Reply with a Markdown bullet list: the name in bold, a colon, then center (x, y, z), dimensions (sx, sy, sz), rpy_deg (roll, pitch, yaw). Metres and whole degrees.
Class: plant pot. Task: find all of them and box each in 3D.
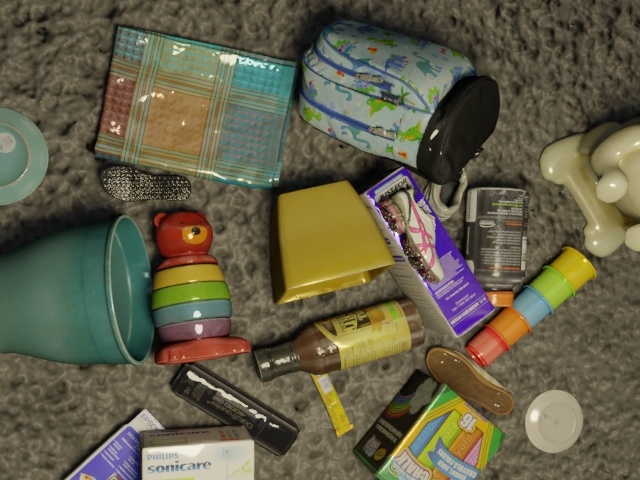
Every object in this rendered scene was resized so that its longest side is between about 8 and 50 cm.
- **plant pot**: center (-0.459, 0.103, 1.409), dimensions (0.255, 0.271, 0.271), rpy_deg (-7, 92, 2)
- **plant pot**: center (0.000, 0.000, 1.538), dimensions (0.212, 0.212, 0.187), rpy_deg (-13, 79, -12)

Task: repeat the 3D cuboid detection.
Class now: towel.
- **towel**: center (-0.240, -0.261, 1.559), dimensions (0.370, 0.040, 0.271), rpy_deg (10, 87, -12)

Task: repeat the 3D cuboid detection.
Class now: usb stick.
- **usb stick**: center (-0.169, 0.339, 1.572), dimensions (0.278, 0.045, 0.077), rpy_deg (34, 90, -11)

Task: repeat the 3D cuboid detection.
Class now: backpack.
- **backpack**: center (0.129, -0.278, 1.497), dimensions (0.290, 0.356, 0.273), rpy_deg (-42, 135, -44)

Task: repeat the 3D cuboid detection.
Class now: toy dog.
- **toy dog**: center (0.718, -0.134, 1.579), dimensions (0.396, 0.408, 0.284), rpy_deg (-25, 96, -11)

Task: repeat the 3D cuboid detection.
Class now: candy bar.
- **candy bar**: center (0.021, 0.330, 1.626), dimensions (0.040, 0.018, 0.161), rpy_deg (-26, 95, -15)

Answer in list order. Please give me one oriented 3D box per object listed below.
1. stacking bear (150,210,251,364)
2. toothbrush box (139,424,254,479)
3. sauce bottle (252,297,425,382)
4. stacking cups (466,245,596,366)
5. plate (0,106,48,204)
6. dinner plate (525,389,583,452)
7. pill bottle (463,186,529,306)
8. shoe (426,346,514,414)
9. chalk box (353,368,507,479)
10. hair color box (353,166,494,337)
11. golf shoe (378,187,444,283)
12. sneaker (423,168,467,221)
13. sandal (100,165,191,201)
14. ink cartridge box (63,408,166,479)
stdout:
- **stacking bear**: center (-0.250, 0.084, 1.499), dimensions (0.176, 0.164, 0.288), rpy_deg (-4, 79, -26)
- **toothbrush box**: center (-0.235, 0.507, 1.478), dimensions (0.206, 0.122, 0.283), rpy_deg (1, 91, -15)
- **sauce bottle**: center (0.037, 0.208, 1.582), dimensions (0.345, 0.111, 0.111), rpy_deg (-15, 93, -13)
- **stacking cups**: center (0.453, 0.153, 1.685), dimensions (0.316, 0.096, 0.096), rpy_deg (-43, 98, -8)
- **plate**: center (-0.616, -0.161, 1.484), dimensions (0.188, 0.024, 0.188), rpy_deg (0, 90, -11)
- **dinner plate**: center (0.523, 0.403, 1.738), dimensions (0.141, 0.017, 0.141), rpy_deg (0, 89, -11)
- **pill bottle**: center (0.366, 0.015, 1.644), dimensions (0.131, 0.130, 0.245), rpy_deg (3, 89, -12)
- **shoe**: center (0.315, 0.297, 1.677), dimensions (0.219, 0.058, 0.076), rpy_deg (36, 103, -6)
- **chalk box**: center (0.198, 0.439, 1.585), dimensions (0.179, 0.180, 0.289), rpy_deg (40, 83, -9)
- **hair color box**: center (0.192, 0.022, 1.579), dimensions (0.110, 0.185, 0.338), rpy_deg (-36, 98, -10)
- **golf shoe**: center (0.187, -0.009, 1.448), dimensions (0.086, 0.067, 0.186), rpy_deg (-30, 96, -12)
- **sneaker**: center (0.270, -0.155, 1.630), dimensions (0.091, 0.115, 0.232), rpy_deg (-1, 90, -12)
- **sandal**: center (-0.345, -0.107, 1.540), dimensions (0.179, 0.040, 0.067), rpy_deg (6, 94, -27)
- **ink cartridge box**: center (-0.353, 0.467, 1.530), dimensions (0.208, 0.045, 0.206), rpy_deg (-41, 100, -9)
